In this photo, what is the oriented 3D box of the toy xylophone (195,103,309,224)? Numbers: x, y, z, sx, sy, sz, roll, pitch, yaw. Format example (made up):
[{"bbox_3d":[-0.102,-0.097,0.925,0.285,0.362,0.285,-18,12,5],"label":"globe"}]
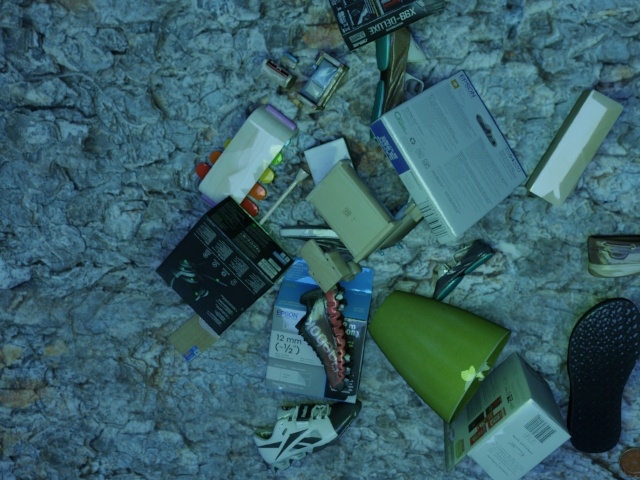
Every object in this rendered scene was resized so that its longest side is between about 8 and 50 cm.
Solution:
[{"bbox_3d":[-0.174,-0.181,1.770,0.322,0.081,0.236,-43,91,14],"label":"toy xylophone"}]

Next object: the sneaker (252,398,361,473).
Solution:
[{"bbox_3d":[-0.045,0.500,1.855,0.330,0.122,0.146,-34,95,13],"label":"sneaker"}]

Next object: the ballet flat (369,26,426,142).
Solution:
[{"bbox_3d":[0.194,-0.405,1.664,0.124,0.116,0.342,0,101,-11],"label":"ballet flat"}]

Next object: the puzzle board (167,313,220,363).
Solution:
[{"bbox_3d":[-0.357,0.274,1.922,0.128,0.011,0.096,-40,93,14],"label":"puzzle board"}]

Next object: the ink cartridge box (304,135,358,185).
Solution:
[{"bbox_3d":[0.045,-0.151,1.750,0.109,0.062,0.209,-18,98,11],"label":"ink cartridge box"}]

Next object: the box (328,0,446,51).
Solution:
[{"bbox_3d":[0.123,-0.625,1.576,0.242,0.076,0.307,-22,69,12],"label":"box"}]

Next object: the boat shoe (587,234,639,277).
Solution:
[{"bbox_3d":[0.816,0.006,1.628,0.342,0.123,0.123,-8,100,17],"label":"boat shoe"}]

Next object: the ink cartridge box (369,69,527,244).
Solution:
[{"bbox_3d":[0.312,-0.206,1.618,0.071,0.330,0.324,-27,96,53],"label":"ink cartridge box"}]

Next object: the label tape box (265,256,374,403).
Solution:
[{"bbox_3d":[-0.002,0.235,1.805,0.249,0.115,0.348,8,103,7],"label":"label tape box"}]

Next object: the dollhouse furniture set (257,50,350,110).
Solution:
[{"bbox_3d":[-0.045,-0.425,1.679,0.183,0.129,0.129,34,104,2],"label":"dollhouse furniture set"}]

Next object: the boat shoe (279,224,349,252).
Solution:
[{"bbox_3d":[0.000,0.000,1.778,0.219,0.078,0.070,4,100,7],"label":"boat shoe"}]

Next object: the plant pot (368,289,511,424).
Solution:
[{"bbox_3d":[0.275,0.259,1.703,0.293,0.275,0.275,33,105,21],"label":"plant pot"}]

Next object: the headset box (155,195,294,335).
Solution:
[{"bbox_3d":[-0.255,0.074,1.768,0.246,0.131,0.283,45,124,-1],"label":"headset box"}]

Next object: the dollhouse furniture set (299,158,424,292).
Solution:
[{"bbox_3d":[0.116,-0.059,1.684,0.286,0.303,0.198,-46,73,31],"label":"dollhouse furniture set"}]

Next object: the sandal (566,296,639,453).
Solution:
[{"bbox_3d":[0.697,0.332,1.726,0.167,0.107,0.446,4,114,7],"label":"sandal"}]

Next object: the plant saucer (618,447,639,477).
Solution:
[{"bbox_3d":[0.826,0.582,1.785,0.083,0.013,0.083,2,100,10],"label":"plant saucer"}]

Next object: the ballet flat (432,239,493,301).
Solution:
[{"bbox_3d":[0.351,0.072,1.745,0.074,0.074,0.203,45,110,-1],"label":"ballet flat"}]

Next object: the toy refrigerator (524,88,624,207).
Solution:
[{"bbox_3d":[0.605,-0.218,1.626,0.094,0.102,0.269,30,103,3],"label":"toy refrigerator"}]

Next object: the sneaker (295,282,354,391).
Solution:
[{"bbox_3d":[0.009,0.244,1.699,0.135,0.097,0.276,-8,93,9],"label":"sneaker"}]

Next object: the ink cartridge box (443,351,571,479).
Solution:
[{"bbox_3d":[0.441,0.453,1.672,0.130,0.309,0.272,44,105,-1],"label":"ink cartridge box"}]
